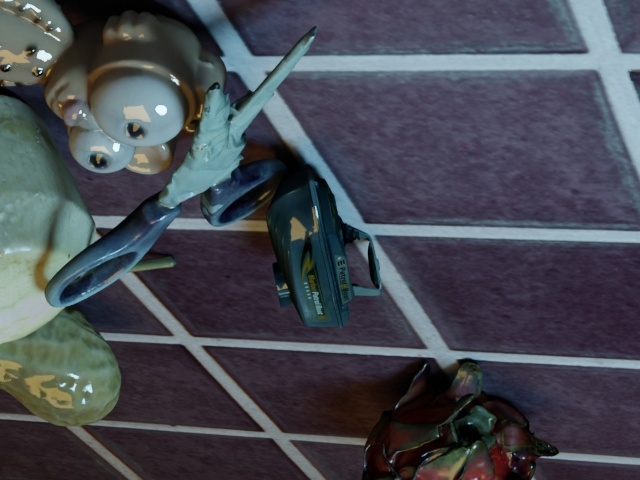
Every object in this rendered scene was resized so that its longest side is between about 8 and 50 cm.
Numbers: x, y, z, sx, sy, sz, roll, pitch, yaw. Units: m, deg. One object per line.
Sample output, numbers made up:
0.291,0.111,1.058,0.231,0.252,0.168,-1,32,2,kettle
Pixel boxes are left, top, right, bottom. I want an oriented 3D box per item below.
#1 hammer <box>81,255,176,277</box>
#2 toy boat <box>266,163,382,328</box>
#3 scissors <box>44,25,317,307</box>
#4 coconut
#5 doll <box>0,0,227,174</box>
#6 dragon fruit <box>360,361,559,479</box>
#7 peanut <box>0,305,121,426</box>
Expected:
-0.247,0.028,2.017,0.195,0.028,0.060,-9,147,-4,hammer
0.000,0.000,1.813,0.103,0.093,0.246,-11,154,0,toy boat
-0.091,-0.065,1.616,0.256,0.029,0.383,-27,167,-28,scissors
-0.328,-0.027,1.761,0.241,0.241,0.241,10,156,4,coconut
-0.217,-0.144,1.563,0.278,0.119,0.154,18,141,-9,doll
0.147,0.250,2.209,0.192,0.193,0.274,36,158,11,dragon fruit
-0.360,0.110,2.183,0.298,0.136,0.120,22,166,-10,peanut
